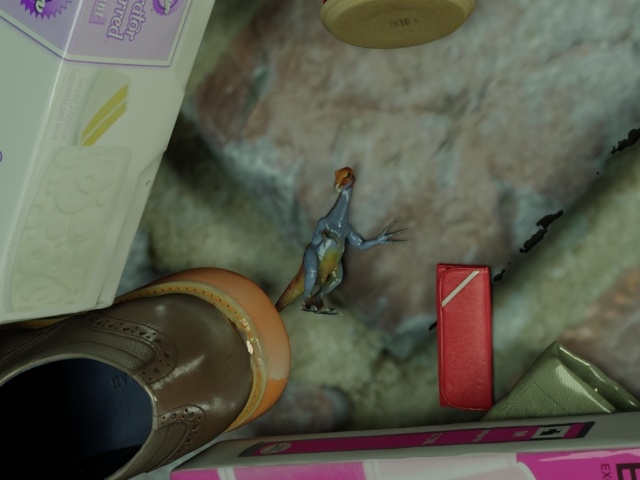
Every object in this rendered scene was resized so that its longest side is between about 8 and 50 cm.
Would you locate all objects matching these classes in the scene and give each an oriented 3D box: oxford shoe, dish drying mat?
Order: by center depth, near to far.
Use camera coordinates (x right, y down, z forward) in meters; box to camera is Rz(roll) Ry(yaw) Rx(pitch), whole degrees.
[{"bbox_3d":[0.080,0.055,0.714,0.032,0.008,0.083,2,101,23],"label":"dish drying mat"},{"bbox_3d":[-0.195,0.115,0.774,0.363,0.132,0.130,-27,90,31],"label":"oxford shoe"}]

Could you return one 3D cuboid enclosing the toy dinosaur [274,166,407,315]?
[{"bbox_3d":[0.000,0.000,0.723,0.090,0.047,0.082,-2,82,35],"label":"toy dinosaur"}]

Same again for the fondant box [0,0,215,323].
[{"bbox_3d":[-0.217,-0.140,0.714,0.330,0.096,0.238,34,114,29],"label":"fondant box"}]

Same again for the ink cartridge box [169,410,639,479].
[{"bbox_3d":[0.103,0.184,0.657,0.371,0.069,0.176,-9,96,26],"label":"ink cartridge box"}]

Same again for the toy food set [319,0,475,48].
[{"bbox_3d":[0.041,-0.121,0.655,0.082,0.083,0.020,-11,75,27],"label":"toy food set"}]

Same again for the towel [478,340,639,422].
[{"bbox_3d":[0.159,0.262,0.707,0.312,0.056,0.324,42,116,14],"label":"towel"}]
